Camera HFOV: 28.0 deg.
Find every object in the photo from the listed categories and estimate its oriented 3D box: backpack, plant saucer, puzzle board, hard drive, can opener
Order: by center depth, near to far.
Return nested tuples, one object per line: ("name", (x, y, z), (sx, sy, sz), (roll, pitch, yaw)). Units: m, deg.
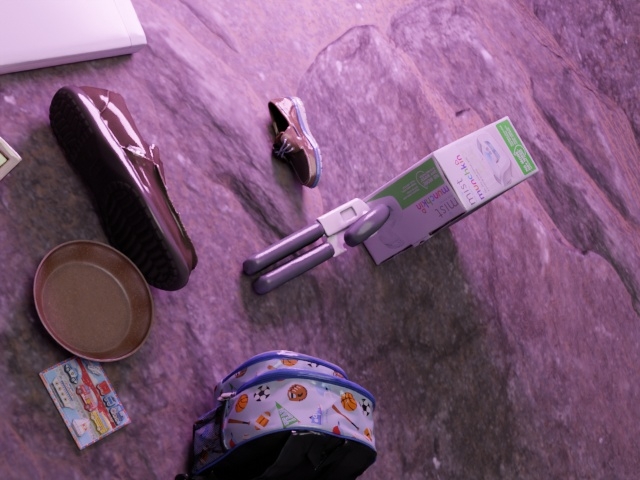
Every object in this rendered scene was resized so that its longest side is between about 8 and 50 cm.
("puzzle board", (-0.348, 0.233, 1.905), (0.096, 0.011, 0.128), (-27, 86, -42))
("backpack", (-0.041, 0.289, 1.945), (0.276, 0.263, 0.213), (14, 61, -31))
("plant saucer", (-0.348, 0.096, 1.948), (0.198, 0.036, 0.199), (19, 55, -29))
("hard drive", (-0.474, -0.392, 2.081), (0.353, 0.047, 0.233), (-17, 80, -41))
("can opener", (0.000, 0.000, 2.205), (0.283, 0.095, 0.076), (-28, 88, -35))

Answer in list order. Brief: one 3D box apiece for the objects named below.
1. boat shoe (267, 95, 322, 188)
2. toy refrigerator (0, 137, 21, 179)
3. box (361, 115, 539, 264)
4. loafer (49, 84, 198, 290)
("boat shoe", (-0.052, -0.173, 2.296), (0.066, 0.066, 0.183), (-3, 61, -33))
("toy refrigerator", (-0.565, -0.176, 1.854), (0.102, 0.094, 0.269), (-46, 101, -14))
("box", (0.220, -0.086, 2.326), (0.231, 0.262, 0.127), (-27, 86, -41))
("loafer", (-0.284, -0.096, 2.026), (0.130, 0.134, 0.366), (-26, 86, -42))
